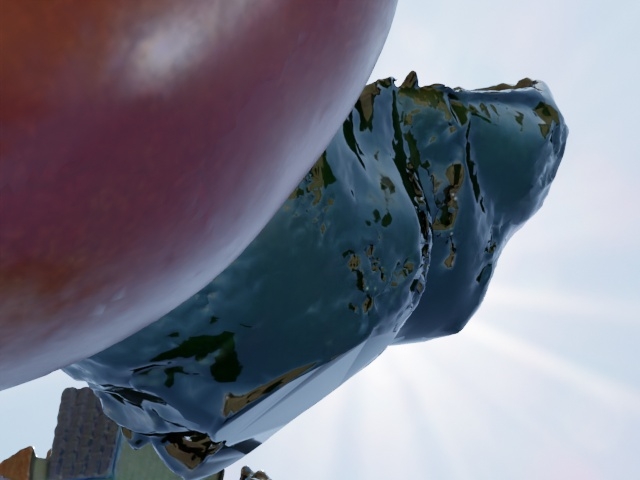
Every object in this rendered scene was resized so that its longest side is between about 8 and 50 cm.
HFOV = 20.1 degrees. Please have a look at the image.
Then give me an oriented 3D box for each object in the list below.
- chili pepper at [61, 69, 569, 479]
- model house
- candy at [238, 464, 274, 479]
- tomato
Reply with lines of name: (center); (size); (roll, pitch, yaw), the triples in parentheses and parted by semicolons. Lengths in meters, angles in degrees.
chili pepper: (0.001, 0.007, 0.685); (0.148, 0.116, 0.264); (-28, 172, 33)
model house: (-0.155, 0.159, 1.251); (0.148, 0.148, 0.119); (-47, -149, 48)
candy: (-0.090, 0.192, 0.987); (0.094, 0.051, 0.226); (42, -135, 23)
tomato: (-0.132, -0.089, 0.417); (0.298, 0.298, 0.226); (-44, -175, -23)
